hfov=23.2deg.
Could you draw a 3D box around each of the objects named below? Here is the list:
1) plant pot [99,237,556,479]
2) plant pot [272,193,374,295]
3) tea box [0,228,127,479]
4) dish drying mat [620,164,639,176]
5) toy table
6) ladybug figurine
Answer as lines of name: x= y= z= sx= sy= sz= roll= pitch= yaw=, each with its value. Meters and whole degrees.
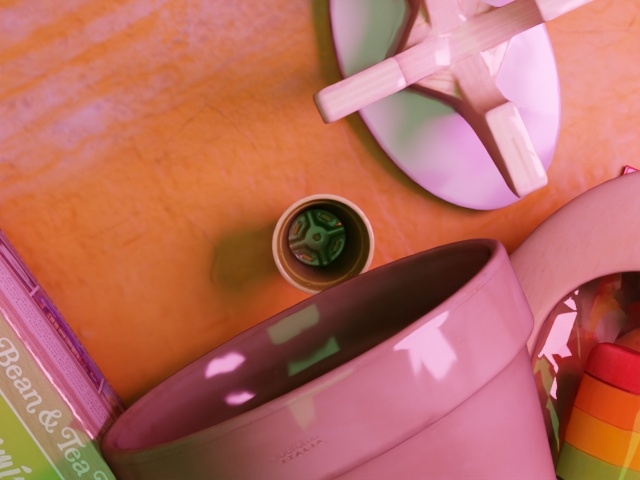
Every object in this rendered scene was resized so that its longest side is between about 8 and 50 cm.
plant pot: x=0.047 y=0.191 z=1.123 sx=0.323 sy=0.323 sz=0.280 roll=-27 pitch=96 yaw=-1
plant pot: x=0.000 y=0.000 z=1.305 sx=0.083 sy=0.079 sz=0.083 roll=0 pitch=95 yaw=-3
tea box: x=-0.334 y=0.170 z=1.226 sx=0.323 sy=0.220 sz=0.329 roll=-35 pitch=96 yaw=-1
dish drying mat: x=0.298 y=-0.036 z=1.359 sx=0.083 sy=0.008 sz=0.032 roll=22 pitch=92 yaw=-4
toy table: x=0.111 y=-0.154 z=1.261 sx=0.252 sy=0.161 sz=0.274 roll=-36 pitch=95 yaw=-1
ladybug figurine: x=0.252 y=0.156 z=1.276 sx=0.305 sy=0.162 sz=0.449 roll=22 pitch=99 yaw=12
